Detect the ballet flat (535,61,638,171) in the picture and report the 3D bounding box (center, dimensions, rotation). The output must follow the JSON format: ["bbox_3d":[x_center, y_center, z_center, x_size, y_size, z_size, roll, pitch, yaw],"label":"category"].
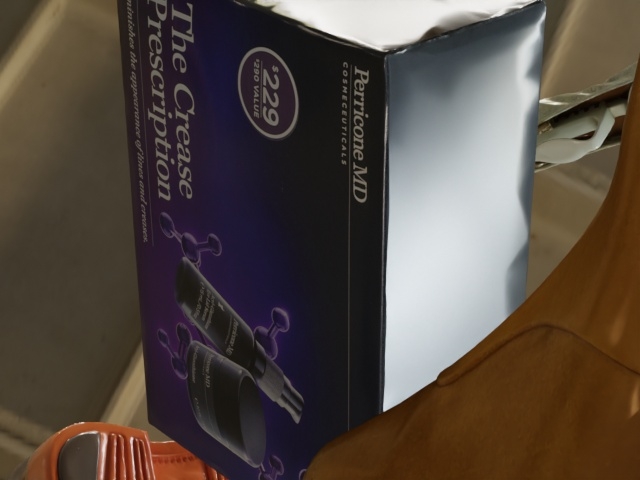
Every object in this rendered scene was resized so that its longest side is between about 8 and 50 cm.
[{"bbox_3d":[0.199,-0.080,0.938,0.057,0.168,0.052,54,-147,-26],"label":"ballet flat"}]

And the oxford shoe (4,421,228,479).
[{"bbox_3d":[-0.130,0.245,1.241,0.363,0.132,0.130,24,-136,-41],"label":"oxford shoe"}]

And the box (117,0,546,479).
[{"bbox_3d":[0.000,0.000,0.671,0.103,0.261,0.184,-25,-144,-38],"label":"box"}]

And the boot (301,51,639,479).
[{"bbox_3d":[0.068,0.045,0.445,0.104,0.211,0.295,17,-113,-35],"label":"boot"}]
